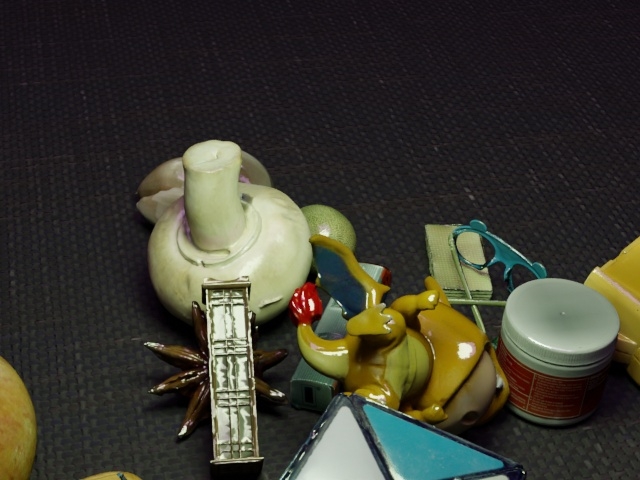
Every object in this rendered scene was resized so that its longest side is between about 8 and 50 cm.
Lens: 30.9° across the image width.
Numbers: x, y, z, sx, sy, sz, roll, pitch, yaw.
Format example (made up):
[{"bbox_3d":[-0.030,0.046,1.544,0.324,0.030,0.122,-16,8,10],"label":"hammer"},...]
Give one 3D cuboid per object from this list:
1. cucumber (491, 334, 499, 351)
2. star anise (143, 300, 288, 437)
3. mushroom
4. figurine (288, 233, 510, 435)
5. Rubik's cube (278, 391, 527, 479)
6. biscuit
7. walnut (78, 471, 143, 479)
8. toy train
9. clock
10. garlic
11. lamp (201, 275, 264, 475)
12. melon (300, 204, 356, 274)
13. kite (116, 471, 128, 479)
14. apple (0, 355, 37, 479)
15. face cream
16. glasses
[{"bbox_3d":[0.365,0.182,2.195,0.155,0.037,0.037,-23,45,-33],"label":"cucumber"},{"bbox_3d":[-0.183,0.236,2.039,0.272,0.102,0.271,3,63,-5],"label":"star anise"},{"bbox_3d":[-0.176,-0.007,2.192,0.315,0.355,0.315,-6,1,0],"label":"mushroom"},{"bbox_3d":[0.131,0.176,1.935,0.268,0.400,0.387,-17,-12,30],"label":"figurine"},{"bbox_3d":[0.084,0.439,1.614,0.305,0.307,0.310,20,41,20],"label":"Rubik's cube"},{"bbox_3d":[0.279,0.043,2.360,0.121,0.040,0.199,1,41,-3],"label":"biscuit"},{"bbox_3d":[-0.321,0.441,1.690,0.226,0.193,0.193,-21,43,-32],"label":"walnut"},{"bbox_3d":[0.047,0.156,2.165,0.086,0.089,0.409,9,38,16],"label":"toy train"},{"bbox_3d":[0.642,0.159,2.137,0.317,0.200,0.244,38,52,26],"label":"clock"},{"bbox_3d":[-0.225,-0.100,2.447,0.325,0.132,0.279,26,35,20],"label":"garlic"},{"bbox_3d":[-0.149,0.225,1.943,0.089,0.090,0.325,-2,67,-6],"label":"lamp"},{"bbox_3d":[0.000,0.000,2.316,0.139,0.139,0.192,-12,24,-19],"label":"melon"},{"bbox_3d":[-0.242,0.460,1.626,0.015,0.285,0.152,-18,16,44],"label":"kite"},{"bbox_3d":[-0.622,0.317,1.725,0.401,0.333,0.400,3,56,-5],"label":"apple"},{"bbox_3d":[0.413,0.198,2.052,0.201,0.187,0.201,2,37,-2],"label":"face cream"},{"bbox_3d":[0.305,0.093,2.241,0.239,0.102,0.207,41,80,22],"label":"glasses"}]
